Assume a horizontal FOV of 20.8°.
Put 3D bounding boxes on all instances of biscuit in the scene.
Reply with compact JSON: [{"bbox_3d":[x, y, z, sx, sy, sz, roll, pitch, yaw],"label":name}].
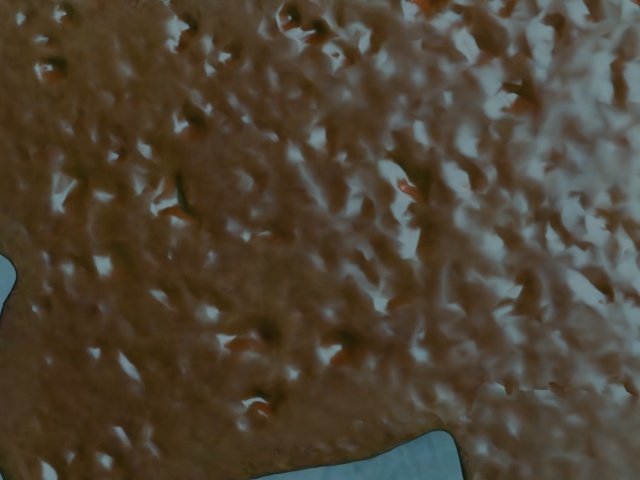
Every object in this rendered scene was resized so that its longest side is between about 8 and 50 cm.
[{"bbox_3d":[0.000,0.000,0.822,0.394,0.076,0.368,-12,98,24],"label":"biscuit"}]
